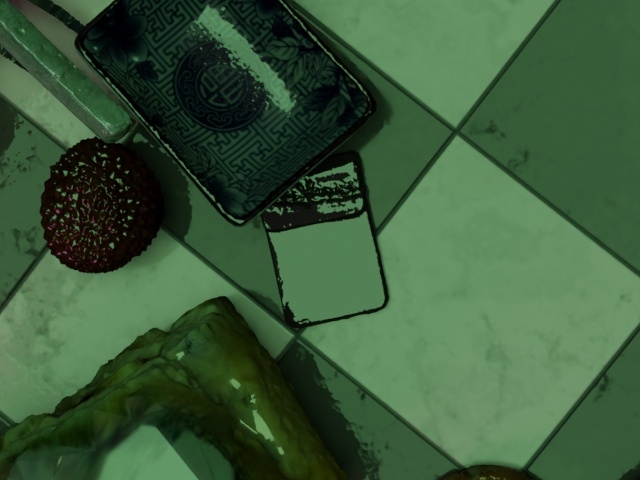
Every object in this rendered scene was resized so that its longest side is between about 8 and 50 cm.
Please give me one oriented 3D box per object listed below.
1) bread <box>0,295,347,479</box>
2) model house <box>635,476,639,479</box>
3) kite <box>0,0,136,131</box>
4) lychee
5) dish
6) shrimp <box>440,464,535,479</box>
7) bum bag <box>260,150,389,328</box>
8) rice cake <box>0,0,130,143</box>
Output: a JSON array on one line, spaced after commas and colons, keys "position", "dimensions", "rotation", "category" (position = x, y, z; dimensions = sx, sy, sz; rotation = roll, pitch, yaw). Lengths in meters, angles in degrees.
[{"position": [-0.196, 0.244, 1.682], "dimensions": [0.395, 0.264, 0.239], "rotation": [-31, 90, 7], "category": "bread"}, {"position": [0.428, 0.183, 1.556], "dimensions": [0.251, 0.295, 0.329], "rotation": [28, 98, 4], "category": "model house"}, {"position": [-0.300, -0.247, 1.741], "dimensions": [0.360, 0.022, 0.204], "rotation": [36, 79, -14], "category": "kite"}, {"position": [-0.209, -0.035, 1.746], "dimensions": [0.123, 0.123, 0.129], "rotation": [-11, 97, 9], "category": "lychee"}, {"position": [-0.090, -0.149, 1.733], "dimensions": [0.182, 0.080, 0.243], "rotation": [-41, 84, -8], "category": "dish"}, {"position": [0.135, 0.359, 1.727], "dimensions": [0.290, 0.054, 0.222], "rotation": [-44, 84, 0], "category": "shrimp"}, {"position": [0.000, 0.000, 1.759], "dimensions": [0.109, 0.026, 0.159], "rotation": [-13, 89, 9], "category": "bum bag"}, {"position": [-0.258, -0.168, 1.707], "dimensions": [0.207, 0.033, 0.033], "rotation": [43, 61, 1], "category": "rice cake"}]
